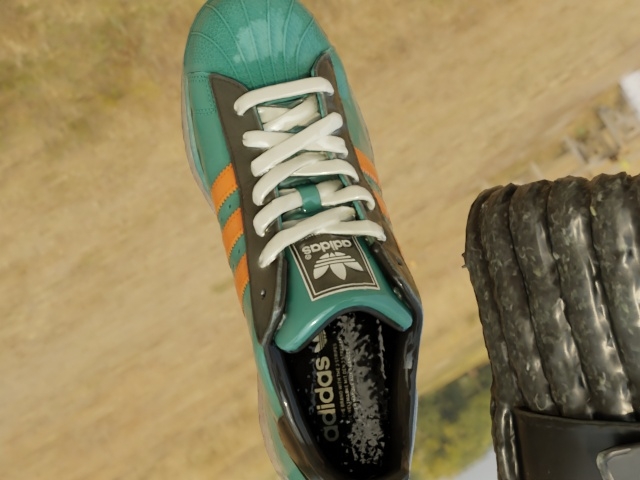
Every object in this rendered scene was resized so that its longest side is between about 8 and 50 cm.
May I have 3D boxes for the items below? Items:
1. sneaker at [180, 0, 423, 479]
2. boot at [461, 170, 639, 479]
[{"bbox_3d":[0.000,0.000,0.731,0.108,0.302,0.121,-14,180,-14],"label":"sneaker"},{"bbox_3d":[0.226,0.094,0.501,0.348,0.260,0.131,0,174,7],"label":"boot"}]
